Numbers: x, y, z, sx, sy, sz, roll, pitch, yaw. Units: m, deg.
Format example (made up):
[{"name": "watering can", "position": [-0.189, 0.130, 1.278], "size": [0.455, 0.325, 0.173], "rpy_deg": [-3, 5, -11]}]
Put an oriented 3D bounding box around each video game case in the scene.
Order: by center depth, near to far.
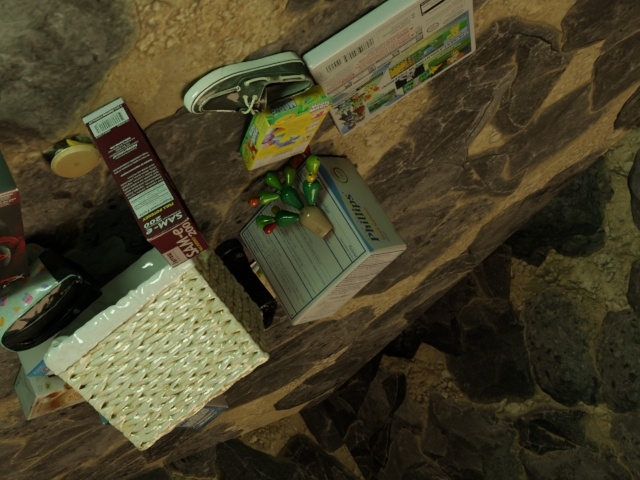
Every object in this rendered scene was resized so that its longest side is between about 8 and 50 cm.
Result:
[{"name": "video game case", "position": [0.143, -0.354, 1.452], "size": [0.329, 0.036, 0.300], "rpy_deg": [-33, 160, 2]}]

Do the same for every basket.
[{"name": "basket", "position": [-0.307, 0.178, 1.510], "size": [0.331, 0.266, 0.328], "rpy_deg": [-36, -166, 1]}]

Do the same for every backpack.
[{"name": "backpack", "position": [-0.522, 0.107, 1.404], "size": [0.188, 0.144, 0.166], "rpy_deg": [-50, 166, -7]}]

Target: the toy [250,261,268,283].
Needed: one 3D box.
[{"name": "toy", "position": [-0.145, 0.091, 2.049], "size": [0.237, 0.056, 0.137], "rpy_deg": [-37, 161, 14]}]

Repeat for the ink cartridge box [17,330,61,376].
[{"name": "ink cartridge box", "position": [-0.554, 0.227, 1.738], "size": [0.148, 0.085, 0.203], "rpy_deg": [-42, 158, 23]}]

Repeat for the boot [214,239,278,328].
[{"name": "boot", "position": [-0.207, 0.143, 1.862], "size": [0.094, 0.207, 0.246], "rpy_deg": [-15, 155, -37]}]

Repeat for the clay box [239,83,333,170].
[{"name": "clay box", "position": [-0.065, -0.211, 1.410], "size": [0.128, 0.053, 0.222], "rpy_deg": [-22, 168, -23]}]

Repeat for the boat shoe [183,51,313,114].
[{"name": "boat shoe", "position": [-0.116, -0.249, 1.273], "size": [0.219, 0.070, 0.077], "rpy_deg": [-24, 159, -19]}]

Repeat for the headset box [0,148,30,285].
[{"name": "headset box", "position": [-0.556, -0.022, 1.119], "size": [0.218, 0.110, 0.293], "rpy_deg": [-20, 157, -27]}]

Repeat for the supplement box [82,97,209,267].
[{"name": "supplement box", "position": [-0.268, -0.087, 1.188], "size": [0.073, 0.239, 0.130], "rpy_deg": [-30, 160, -5]}]

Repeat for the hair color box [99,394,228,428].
[{"name": "hair color box", "position": [-0.384, 0.340, 1.809], "size": [0.105, 0.173, 0.347], "rpy_deg": [-40, 150, 14]}]

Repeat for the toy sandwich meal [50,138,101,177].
[{"name": "toy sandwich meal", "position": [-0.389, -0.132, 1.224], "size": [0.086, 0.029, 0.085], "rpy_deg": [-23, 156, -11]}]

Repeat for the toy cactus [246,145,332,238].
[{"name": "toy cactus", "position": [-0.050, -0.079, 1.607], "size": [0.219, 0.180, 0.112], "rpy_deg": [-47, 174, 19]}]

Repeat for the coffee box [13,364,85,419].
[{"name": "coffee box", "position": [-0.606, 0.334, 1.894], "size": [0.247, 0.098, 0.141], "rpy_deg": [-15, 154, -38]}]

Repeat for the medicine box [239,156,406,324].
[{"name": "medicine box", "position": [0.000, 0.000, 1.740], "size": [0.149, 0.263, 0.289], "rpy_deg": [-6, 148, -51]}]
